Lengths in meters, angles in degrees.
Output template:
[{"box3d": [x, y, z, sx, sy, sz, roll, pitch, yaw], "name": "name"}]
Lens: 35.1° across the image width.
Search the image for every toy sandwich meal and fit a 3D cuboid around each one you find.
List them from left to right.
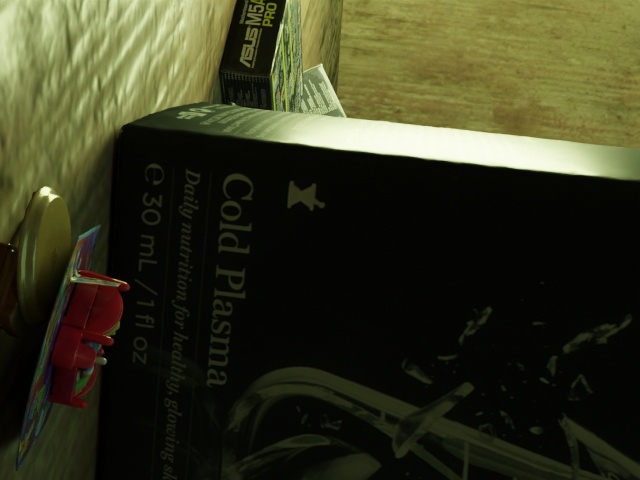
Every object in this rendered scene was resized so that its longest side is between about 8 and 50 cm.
[{"box3d": [-0.159, 0.011, 0.547, 0.085, 0.029, 0.085, 4, 90, -88], "name": "toy sandwich meal"}]

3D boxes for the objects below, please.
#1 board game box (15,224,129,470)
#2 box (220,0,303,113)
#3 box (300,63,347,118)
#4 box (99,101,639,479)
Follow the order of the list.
[{"box3d": [-0.138, 0.061, 0.596, 0.169, 0.033, 0.133, -147, -108, -83], "name": "board game box"}, {"box3d": [-0.067, -0.198, 1.262, 0.270, 0.060, 0.216, 89, 9, -58], "name": "box"}, {"box3d": [0.052, -0.047, 1.636, 0.318, 0.097, 0.394, 85, -20, -77], "name": "box"}, {"box3d": [0.074, 0.144, 0.890, 0.297, 0.472, 0.479, -66, 161, -78], "name": "box"}]
